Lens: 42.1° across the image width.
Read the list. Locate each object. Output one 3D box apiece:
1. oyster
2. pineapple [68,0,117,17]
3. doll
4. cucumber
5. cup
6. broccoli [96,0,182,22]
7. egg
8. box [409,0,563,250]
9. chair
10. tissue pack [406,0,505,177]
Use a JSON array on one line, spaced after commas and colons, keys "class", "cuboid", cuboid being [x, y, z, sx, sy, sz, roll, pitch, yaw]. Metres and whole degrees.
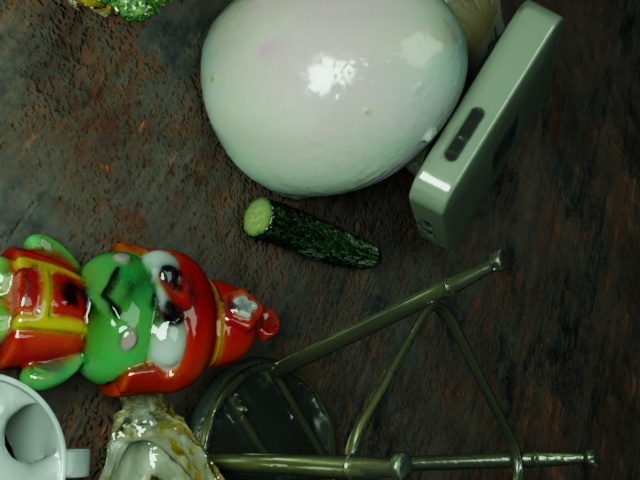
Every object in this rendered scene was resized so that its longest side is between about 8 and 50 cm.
[{"class": "oyster", "cuboid": [-0.179, 0.342, 0.962, 0.111, 0.204, 0.395, 48, 45, -67]}, {"class": "pineapple", "cuboid": [-0.297, -0.387, 1.082, 0.225, 0.076, 0.224, 8, 78, -45]}, {"class": "doll", "cuboid": [-0.212, 0.095, 0.981, 0.363, 0.160, 0.182, 5, 56, -28]}, {"class": "cucumber", "cuboid": [0.000, 0.000, 1.326, 0.294, 0.068, 0.067, 21, 66, -45]}, {"class": "cup", "cuboid": [-0.346, 0.227, 0.786, 0.221, 0.202, 0.166, 45, 51, -31]}, {"class": "broccoli", "cuboid": [-0.216, -0.368, 1.009, 0.196, 0.156, 0.195, -10, 119, -19]}, {"class": "egg", "cuboid": [0.052, -0.254, 1.240, 0.355, 0.340, 0.354, 16, 68, -46]}, {"class": "box", "cuboid": [0.274, -0.177, 1.407, 0.367, 0.090, 0.373, -57, 166, -5]}, {"class": "chair", "cuboid": [0.064, 0.285, 1.055, 0.364, 0.410, 0.362, 61, 40, -22]}, {"class": "tissue pack", "cuboid": [0.238, -0.342, 1.586, 0.390, 0.195, 0.375, -53, 140, -41]}]
